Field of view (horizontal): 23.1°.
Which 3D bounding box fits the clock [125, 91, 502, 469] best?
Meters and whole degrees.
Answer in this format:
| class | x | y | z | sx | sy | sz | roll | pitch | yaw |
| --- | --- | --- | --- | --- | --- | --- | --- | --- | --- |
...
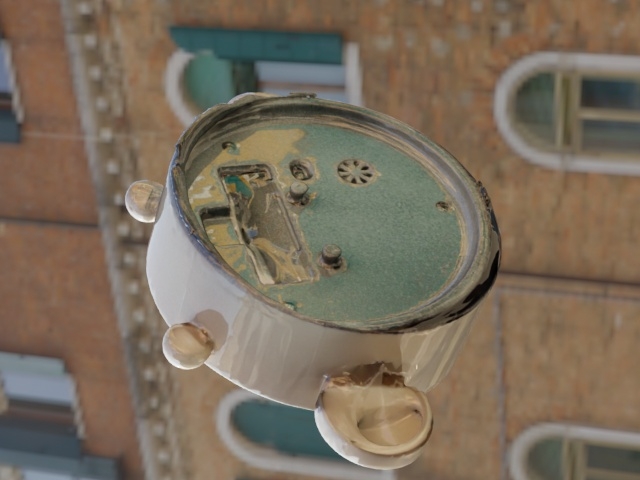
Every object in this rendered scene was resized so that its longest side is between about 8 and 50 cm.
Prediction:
| class | x | y | z | sx | sy | sz | roll | pitch | yaw |
| --- | --- | --- | --- | --- | --- | --- | --- | --- | --- |
| clock | 0.000 | 0.000 | 0.693 | 0.229 | 0.155 | 0.063 | -110 | 31 | -44 |
